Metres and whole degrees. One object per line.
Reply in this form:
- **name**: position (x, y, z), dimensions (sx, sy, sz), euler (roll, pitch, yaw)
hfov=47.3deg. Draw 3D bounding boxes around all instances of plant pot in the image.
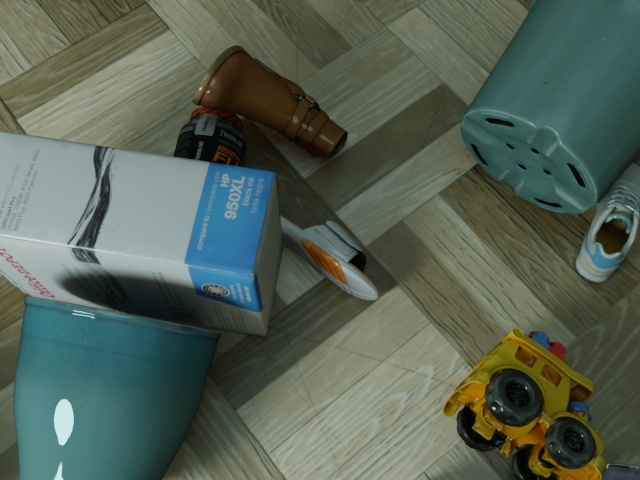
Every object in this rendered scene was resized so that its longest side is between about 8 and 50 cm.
- **plant pot**: position (-0.296, 0.227, 1.004), dimensions (0.272, 0.271, 0.255), euler (11, 81, 3)
- **plant pot**: position (0.425, -0.247, 1.194), dimensions (0.341, 0.341, 0.334), euler (36, 78, 13)

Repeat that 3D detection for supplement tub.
- **supplement tub**: position (-0.191, -0.122, 1.223), dimensions (0.117, 0.117, 0.190), euler (7, 67, 2)

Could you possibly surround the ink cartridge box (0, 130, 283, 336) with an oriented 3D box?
- **ink cartridge box**: position (-0.265, 0.000, 1.075), dimensions (0.395, 0.285, 0.166), euler (9, 68, 2)

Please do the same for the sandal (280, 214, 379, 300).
- **sandal**: position (-0.001, -0.005, 1.185), dimensions (0.265, 0.102, 0.076), euler (36, 73, 15)

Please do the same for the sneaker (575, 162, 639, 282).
- **sneaker**: position (0.501, -0.041, 1.218), dimensions (0.087, 0.092, 0.228), euler (22, 67, 10)

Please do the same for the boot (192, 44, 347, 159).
- **boot**: position (-0.073, -0.206, 1.201), dimensions (0.220, 0.283, 0.109), euler (39, 104, 5)

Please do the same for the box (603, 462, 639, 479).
- **box**: position (0.444, 0.512, 0.886), dimensions (0.318, 0.097, 0.395), euler (31, 64, -32)

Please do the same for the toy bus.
- **toy bus**: position (0.327, 0.235, 1.080), dimensions (0.220, 0.149, 0.211), euler (37, 55, 11)
